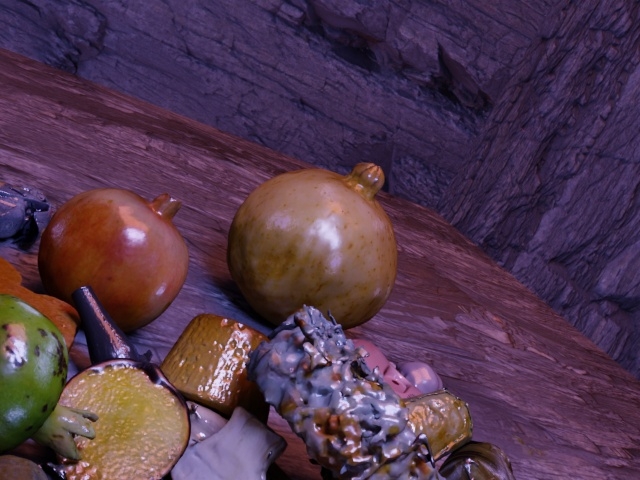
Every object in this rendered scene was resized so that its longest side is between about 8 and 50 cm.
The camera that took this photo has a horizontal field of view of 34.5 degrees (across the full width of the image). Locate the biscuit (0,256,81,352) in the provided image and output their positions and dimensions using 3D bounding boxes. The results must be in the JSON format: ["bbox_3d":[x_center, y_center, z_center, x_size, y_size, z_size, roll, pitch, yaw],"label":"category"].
[{"bbox_3d":[-0.581,0.072,1.537,0.455,0.078,0.350,34,12,15],"label":"biscuit"}]

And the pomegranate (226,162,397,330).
[{"bbox_3d":[0.000,0.000,2.212,0.410,0.410,0.410,27,14,-7],"label":"pomegranate"}]

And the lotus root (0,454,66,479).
[{"bbox_3d":[-0.334,0.314,1.068,0.123,0.124,0.241,24,13,-21],"label":"lotus root"}]

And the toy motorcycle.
[{"bbox_3d":[-0.606,-0.062,1.895,0.173,0.108,0.307,44,22,30],"label":"toy motorcycle"}]

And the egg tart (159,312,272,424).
[{"bbox_3d":[-0.151,0.206,1.599,0.202,0.147,0.202,21,-19,7],"label":"egg tart"}]

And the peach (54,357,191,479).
[{"bbox_3d":[-0.277,0.273,1.399,0.189,0.068,0.279,17,35,0],"label":"peach"}]

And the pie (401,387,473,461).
[{"bbox_3d":[0.142,0.339,1.768,0.282,0.068,0.129,-18,79,-29],"label":"pie"}]

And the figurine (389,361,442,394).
[{"bbox_3d":[0.171,0.299,2.128,0.229,0.112,0.137,13,19,-25],"label":"figurine"}]

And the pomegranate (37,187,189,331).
[{"bbox_3d":[-0.343,0.021,1.774,0.252,0.270,0.229,38,7,9],"label":"pomegranate"}]

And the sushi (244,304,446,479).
[{"bbox_3d":[0.043,0.280,1.473,0.417,0.176,0.417,58,-2,4],"label":"sushi"}]

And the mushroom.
[{"bbox_3d":[-0.096,0.334,1.445,0.285,0.156,0.151,31,-6,41],"label":"mushroom"}]

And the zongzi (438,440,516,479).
[{"bbox_3d":[0.321,0.482,1.776,0.288,0.134,0.286,46,13,11],"label":"zongzi"}]

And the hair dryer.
[{"bbox_3d":[-0.320,0.172,1.670,0.195,0.075,0.219,62,3,11],"label":"hair dryer"}]

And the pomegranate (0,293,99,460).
[{"bbox_3d":[-0.396,0.185,1.282,0.263,0.211,0.211,49,5,-25],"label":"pomegranate"}]

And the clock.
[{"bbox_3d":[0.114,0.300,1.913,0.241,0.142,0.227,35,15,10],"label":"clock"}]
